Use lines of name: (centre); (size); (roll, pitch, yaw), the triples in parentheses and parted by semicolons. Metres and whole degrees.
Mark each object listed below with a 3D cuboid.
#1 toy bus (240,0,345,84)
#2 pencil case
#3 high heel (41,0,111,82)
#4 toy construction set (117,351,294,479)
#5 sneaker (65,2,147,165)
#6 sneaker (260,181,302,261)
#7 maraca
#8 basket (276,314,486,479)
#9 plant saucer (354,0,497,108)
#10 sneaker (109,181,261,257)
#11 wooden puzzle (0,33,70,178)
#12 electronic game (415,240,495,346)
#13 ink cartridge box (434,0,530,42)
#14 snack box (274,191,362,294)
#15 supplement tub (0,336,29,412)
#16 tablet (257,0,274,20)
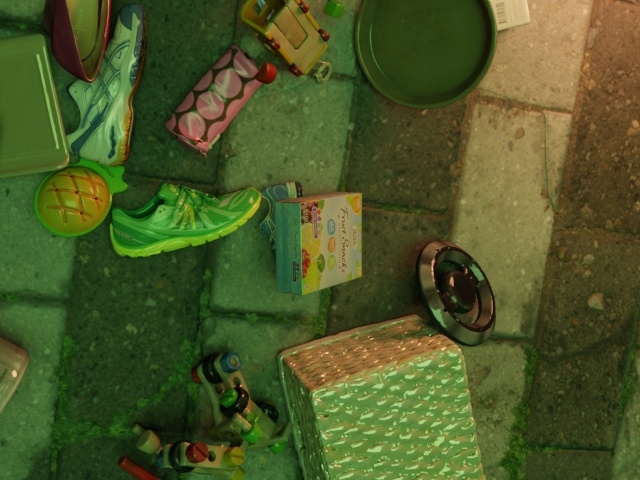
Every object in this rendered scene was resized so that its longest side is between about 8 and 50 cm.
toy bus: (-0.064, -0.390, 1.574); (0.191, 0.104, 0.202); (-25, 140, -39)
pencil case: (-0.191, -0.261, 1.579); (0.098, 0.095, 0.209); (38, 89, 17)
high heel: (-0.369, -0.453, 1.375); (0.127, 0.181, 0.377); (-12, 137, -35)
toy construction set: (-0.197, 0.399, 1.631); (0.308, 0.257, 0.237); (-36, 119, 14)
sneaker: (-0.390, -0.288, 1.514); (0.130, 0.112, 0.297); (11, 89, -4)
sneaker: (-0.077, -0.011, 1.663); (0.081, 0.080, 0.211); (1, 95, 2)
maraca: (-0.437, -0.087, 1.540); (0.127, 0.099, 0.186); (44, 63, -10)
basket: (0.123, 0.357, 1.667); (0.331, 0.266, 0.329); (-15, 101, -14)
plant saucer: (0.203, -0.394, 1.625); (0.277, 0.041, 0.278); (6, 108, 17)
sneaker: (-0.252, -0.055, 1.584); (0.295, 0.109, 0.124); (-17, 106, -11)
wooden puzzle: (-0.567, -0.231, 1.490); (0.220, 0.044, 0.239); (-8, 97, 4)
electronic game: (0.278, 0.106, 1.717); (0.229, 0.048, 0.229); (25, 50, -33)
ink cartridge box: (0.306, -0.478, 1.679); (0.190, 0.082, 0.140); (-15, 102, -10)
snack box: (0.000, 0.000, 1.622); (0.207, 0.070, 0.175); (-15, 106, -55)
supplement tub: (-0.692, 0.206, 1.465); (0.316, 0.193, 0.194); (33, 89, -17)
tablet: (-0.090, -0.456, 1.618); (0.054, 0.006, 0.083); (-33, 104, -8)
